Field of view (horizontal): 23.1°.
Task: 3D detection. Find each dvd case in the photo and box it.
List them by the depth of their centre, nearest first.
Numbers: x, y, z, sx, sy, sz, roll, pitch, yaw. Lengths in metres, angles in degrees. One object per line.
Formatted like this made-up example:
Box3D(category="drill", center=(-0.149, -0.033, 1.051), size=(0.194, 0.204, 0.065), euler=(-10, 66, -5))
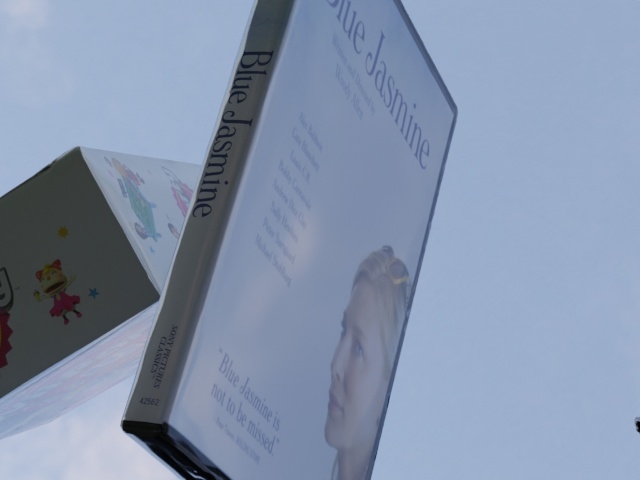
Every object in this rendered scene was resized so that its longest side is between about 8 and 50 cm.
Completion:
Box3D(category="dvd case", center=(0.000, 0.000, 0.665), size=(0.022, 0.180, 0.253), euler=(1, -119, 26))

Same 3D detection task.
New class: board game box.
Box3D(category="board game box", center=(-0.158, 0.042, 0.944), size=(0.224, 0.303, 0.097), euler=(-31, -97, 12))

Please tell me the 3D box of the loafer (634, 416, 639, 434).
Box3D(category="loafer", center=(0.265, 0.187, 1.061), size=(0.078, 0.220, 0.080), euler=(-34, -52, 3))
